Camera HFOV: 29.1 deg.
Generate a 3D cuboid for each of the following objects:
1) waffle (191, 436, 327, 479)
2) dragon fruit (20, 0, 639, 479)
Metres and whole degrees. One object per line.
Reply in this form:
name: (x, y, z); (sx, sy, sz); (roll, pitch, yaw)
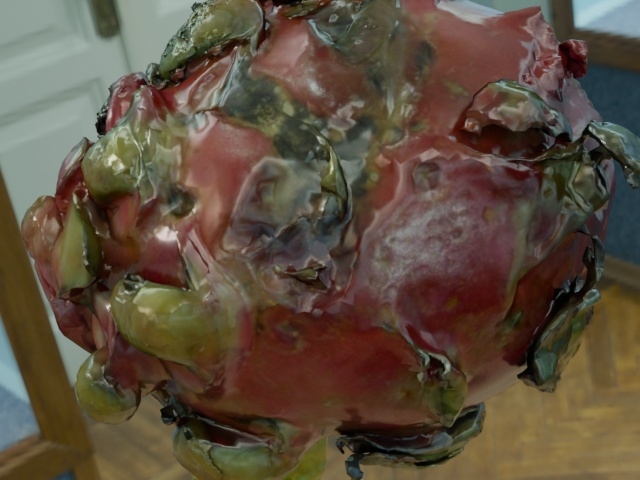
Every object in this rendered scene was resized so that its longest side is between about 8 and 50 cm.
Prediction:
waffle: (-0.064, 0.198, 0.983); (0.057, 0.219, 0.229); (1, 14, -21)
dragon fruit: (0.000, 0.000, 0.637); (0.291, 0.250, 0.269); (-23, 50, -22)
